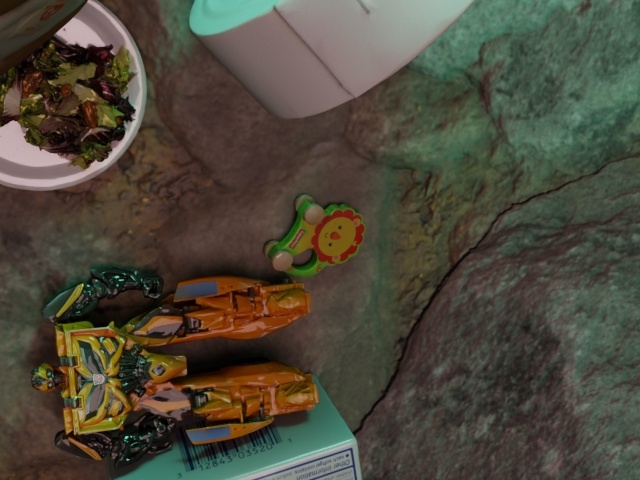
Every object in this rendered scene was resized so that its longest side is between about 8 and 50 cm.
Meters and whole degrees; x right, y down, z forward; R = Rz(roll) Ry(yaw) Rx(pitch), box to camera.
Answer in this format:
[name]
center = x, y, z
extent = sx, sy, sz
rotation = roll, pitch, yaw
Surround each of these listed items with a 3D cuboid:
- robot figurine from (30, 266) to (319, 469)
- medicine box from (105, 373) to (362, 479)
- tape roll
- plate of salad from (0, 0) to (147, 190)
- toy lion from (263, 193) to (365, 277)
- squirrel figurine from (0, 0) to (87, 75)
[robot figurine]
center = -0.151, 0.126, 0.896
extent = 0.291, 0.085, 0.211
rotation = -6, 92, -20
[medicine box]
center = -0.087, 0.343, 0.998
extent = 0.263, 0.149, 0.289
rotation = -15, 117, -13
[tape roll]
center = 0.023, -0.238, 0.711
extent = 0.286, 0.286, 0.100
rotation = -44, 120, 2
[plate of salad]
center = -0.260, -0.137, 0.787
extent = 0.199, 0.048, 0.200
rotation = -7, 114, -17
[toy lion]
center = 0.000, 0.000, 0.952
extent = 0.096, 0.034, 0.100
rotation = 29, 100, -35
[squirrel figurine]
center = -0.284, -0.330, 0.602
extent = 0.397, 0.281, 0.370
rotation = -43, 102, -32
